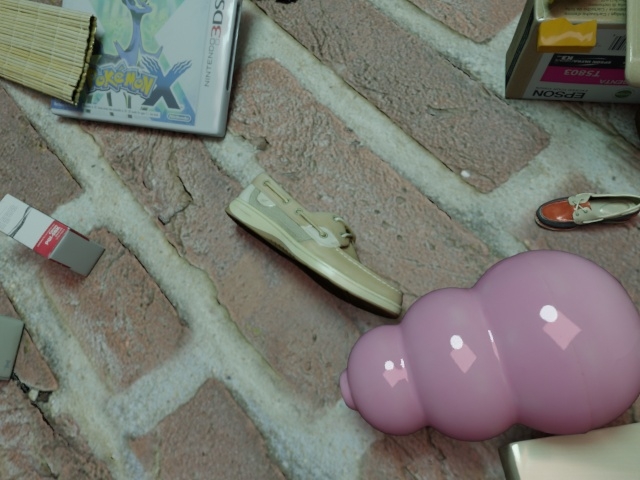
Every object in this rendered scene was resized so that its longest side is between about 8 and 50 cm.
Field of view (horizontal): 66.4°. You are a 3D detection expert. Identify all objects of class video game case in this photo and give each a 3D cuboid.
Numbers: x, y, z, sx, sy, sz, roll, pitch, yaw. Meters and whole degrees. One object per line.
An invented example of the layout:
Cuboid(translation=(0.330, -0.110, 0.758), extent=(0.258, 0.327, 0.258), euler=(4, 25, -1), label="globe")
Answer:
Cuboid(translation=(-0.302, -0.348, 0.845), extent=(0.328, 0.036, 0.300), euler=(9, 94, 12), label="video game case")

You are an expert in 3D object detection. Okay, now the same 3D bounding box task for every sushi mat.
Cuboid(translation=(-0.518, -0.351, 0.882), extent=(0.316, 0.019, 0.152), euler=(23, 99, 27), label="sushi mat")

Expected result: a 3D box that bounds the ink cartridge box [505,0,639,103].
Cuboid(translation=(0.399, -0.279, 0.688), extent=(0.234, 0.193, 0.088), euler=(5, 76, 11), label="ink cartridge box")

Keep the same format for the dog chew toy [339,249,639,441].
Cuboid(translation=(0.184, 0.137, 0.578), extent=(0.331, 0.206, 0.207), euler=(-17, 69, 11), label="dog chew toy")

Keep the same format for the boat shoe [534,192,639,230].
Cuboid(translation=(0.376, -0.044, 0.689), extent=(0.136, 0.043, 0.049), euler=(-2, 72, 9), label="boat shoe")

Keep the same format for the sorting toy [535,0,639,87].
Cuboid(translation=(0.416, -0.288, 0.570), extent=(0.307, 0.041, 0.229), euler=(5, 85, 10), label="sorting toy")

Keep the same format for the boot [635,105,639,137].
Cuboid(translation=(0.541, -0.115, 0.676), extent=(0.152, 0.073, 0.197), euler=(0, 73, 4), label="boot")

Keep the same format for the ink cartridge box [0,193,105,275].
Cuboid(translation=(-0.427, -0.008, 0.765), extent=(0.135, 0.099, 0.056), euler=(25, 76, 15), label="ink cartridge box")

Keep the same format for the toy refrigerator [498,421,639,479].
Cuboid(translation=(0.356, 0.266, 0.557), extent=(0.269, 0.094, 0.102), euler=(-11, 62, 4), label="toy refrigerator")

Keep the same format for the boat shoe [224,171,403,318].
Cuboid(translation=(0.000, 0.000, 0.698), extent=(0.302, 0.109, 0.098), euler=(33, 79, 23), label="boat shoe")

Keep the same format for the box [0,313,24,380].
Cuboid(translation=(-0.609, 0.152, 0.730), extent=(0.274, 0.113, 0.094), euler=(0, 69, 7), label="box")
